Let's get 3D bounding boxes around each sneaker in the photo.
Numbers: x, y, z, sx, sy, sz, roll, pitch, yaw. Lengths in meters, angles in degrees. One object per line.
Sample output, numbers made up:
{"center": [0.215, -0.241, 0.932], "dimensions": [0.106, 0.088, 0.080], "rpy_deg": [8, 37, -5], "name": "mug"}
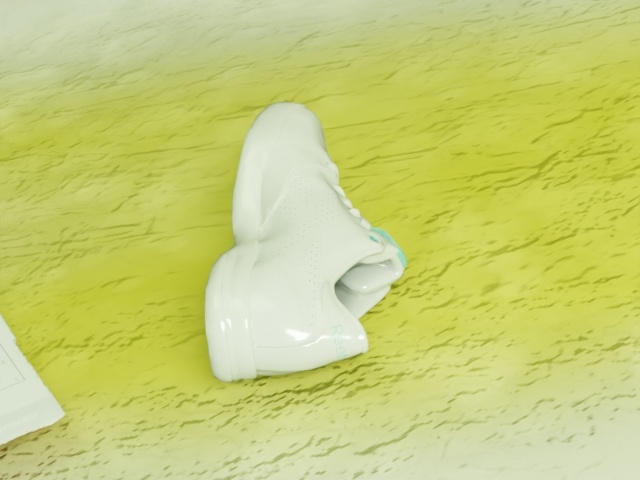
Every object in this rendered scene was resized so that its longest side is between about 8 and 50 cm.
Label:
{"center": [0.000, 0.000, 0.939], "dimensions": [0.094, 0.080, 0.212], "rpy_deg": [-2, 38, 9], "name": "sneaker"}

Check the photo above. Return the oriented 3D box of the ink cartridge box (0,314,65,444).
{"center": [-0.257, 0.088, 0.954], "dimensions": [0.189, 0.066, 0.232], "rpy_deg": [-23, 40, -19], "name": "ink cartridge box"}
